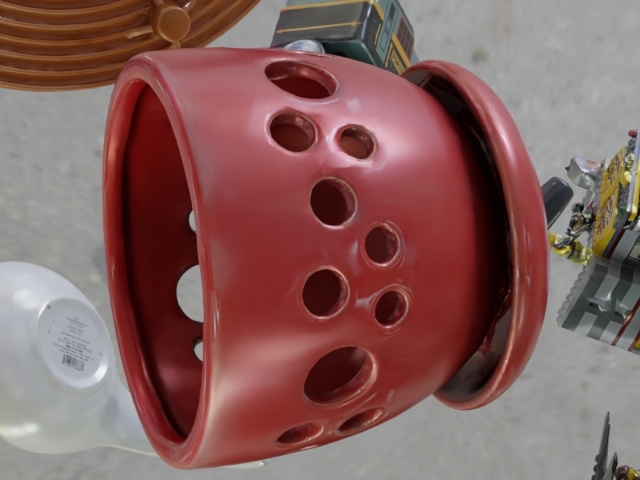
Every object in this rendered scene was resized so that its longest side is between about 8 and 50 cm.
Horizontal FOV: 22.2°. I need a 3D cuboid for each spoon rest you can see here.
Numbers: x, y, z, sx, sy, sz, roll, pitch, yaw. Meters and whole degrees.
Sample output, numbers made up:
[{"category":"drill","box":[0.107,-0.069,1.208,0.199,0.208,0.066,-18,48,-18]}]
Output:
[{"category":"spoon rest","box":[-0.158,0.109,1.195,0.084,0.276,0.137,-23,51,37]}]

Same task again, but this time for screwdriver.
[{"category":"screwdriver","box":[0.103,0.026,1.038,0.024,0.025,0.170,41,82,-7]}]

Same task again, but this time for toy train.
[{"category":"toy train","box":[0.052,-0.105,1.564,0.142,0.334,0.190,-2,55,28]}]

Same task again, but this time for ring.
[{"category":"ring","box":[-0.138,-0.242,0.897,0.336,0.032,0.336,-9,113,-21]}]

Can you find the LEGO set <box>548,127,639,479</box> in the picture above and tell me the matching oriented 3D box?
[{"category":"LEGO set","box":[0.207,0.019,0.794,0.192,0.255,0.331,20,52,-1]}]

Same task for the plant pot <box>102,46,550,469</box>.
[{"category":"plant pot","box":[0.000,0.000,0.760,0.174,0.191,0.191,-8,84,-20]}]
